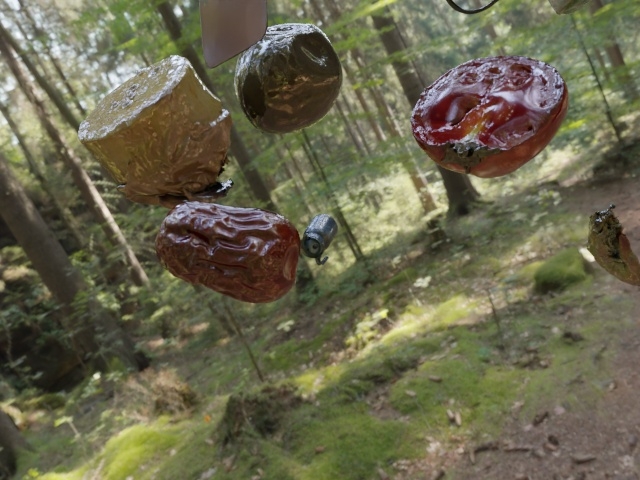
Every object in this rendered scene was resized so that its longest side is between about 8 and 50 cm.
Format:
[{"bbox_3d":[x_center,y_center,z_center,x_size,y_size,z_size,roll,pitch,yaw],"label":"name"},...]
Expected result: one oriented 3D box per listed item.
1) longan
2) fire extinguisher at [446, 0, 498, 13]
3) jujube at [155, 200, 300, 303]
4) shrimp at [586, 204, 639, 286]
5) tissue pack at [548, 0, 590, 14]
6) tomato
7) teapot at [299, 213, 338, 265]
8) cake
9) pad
[{"bbox_3d":[-0.087,-0.417,1.544,0.288,0.288,0.350,-22,14,30],"label":"longan"},{"bbox_3d":[0.190,-0.301,0.648,0.157,0.078,0.045,-18,11,29],"label":"fire extinguisher"},{"bbox_3d":[-0.144,0.014,0.963,0.230,0.155,0.155,15,12,-2],"label":"jujube"},{"bbox_3d":[0.414,0.008,0.831,0.042,0.190,0.101,-44,47,0],"label":"shrimp"},{"bbox_3d":[0.434,-0.470,0.884,0.229,0.159,0.145,-33,-7,40],"label":"tissue pack"},{"bbox_3d":[0.186,-0.121,0.638,0.159,0.091,0.139,5,60,39],"label":"tomato"},{"bbox_3d":[-0.004,-0.002,0.994,0.049,0.063,0.083,18,37,12],"label":"teapot"},{"bbox_3d":[-0.353,-0.225,1.422,0.332,0.321,0.332,-23,35,17],"label":"cake"},{"bbox_3d":[-0.134,-0.398,0.859,0.004,0.267,0.181,-3,-1,-40],"label":"pad"}]
